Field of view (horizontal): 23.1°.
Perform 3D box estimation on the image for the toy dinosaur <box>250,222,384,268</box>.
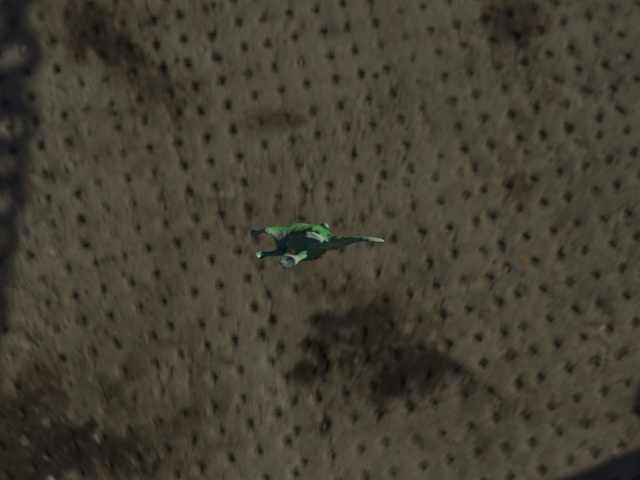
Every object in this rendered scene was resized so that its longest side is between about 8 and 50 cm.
[{"bbox_3d":[0.000,0.000,0.864,0.083,0.062,0.021,0,101,15],"label":"toy dinosaur"}]
